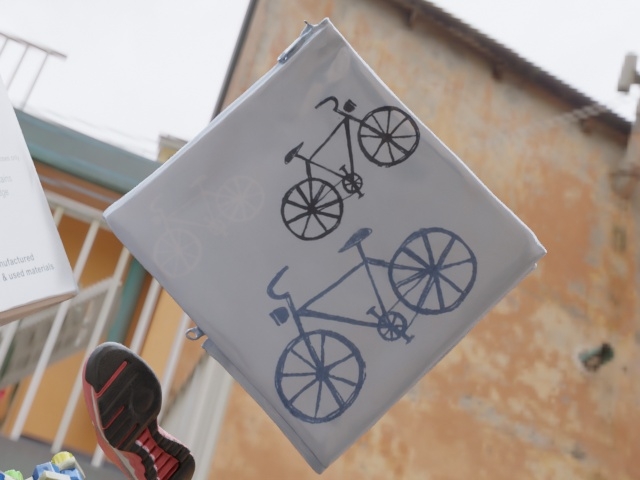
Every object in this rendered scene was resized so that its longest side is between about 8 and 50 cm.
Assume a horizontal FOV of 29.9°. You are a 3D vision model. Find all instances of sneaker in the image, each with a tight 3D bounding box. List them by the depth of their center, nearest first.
[{"bbox_3d":[-0.301,0.270,1.776,0.136,0.116,0.314,17,-41,36],"label":"sneaker"}]

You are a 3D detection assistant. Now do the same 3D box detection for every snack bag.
[{"bbox_3d":[0.000,0.000,1.184,0.342,0.323,0.037,47,-10,0],"label":"snack bag"}]

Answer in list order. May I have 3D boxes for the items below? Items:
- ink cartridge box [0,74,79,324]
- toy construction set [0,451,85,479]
[{"bbox_3d":[-0.381,-0.087,0.835,0.279,0.160,0.384,-21,-91,20],"label":"ink cartridge box"},{"bbox_3d":[-0.444,0.359,1.401,0.215,0.327,0.151,37,-1,-43],"label":"toy construction set"}]
